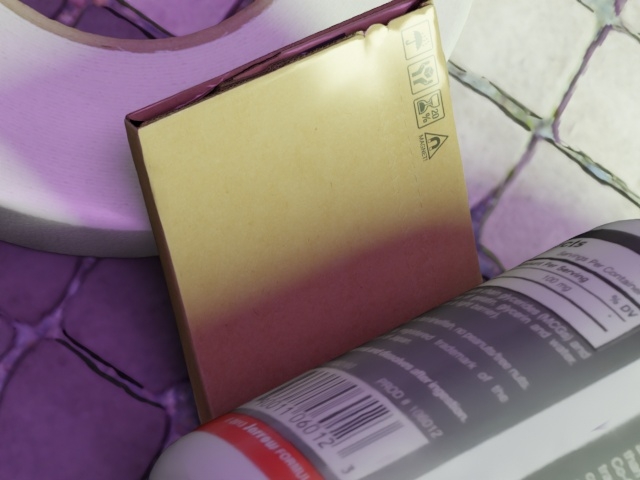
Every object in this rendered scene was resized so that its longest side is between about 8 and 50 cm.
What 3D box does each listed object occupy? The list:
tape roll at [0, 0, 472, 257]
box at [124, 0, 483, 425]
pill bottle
[{"bbox_3d":[-0.107,-0.184,0.999,0.392,0.072,0.392,4,77,-18],"label":"tape roll"},{"bbox_3d":[0.000,0.000,0.961,0.164,0.021,0.201,-25,123,-21],"label":"box"},{"bbox_3d":[0.120,0.115,0.934,0.363,0.210,0.210,-25,87,-22],"label":"pill bottle"}]
